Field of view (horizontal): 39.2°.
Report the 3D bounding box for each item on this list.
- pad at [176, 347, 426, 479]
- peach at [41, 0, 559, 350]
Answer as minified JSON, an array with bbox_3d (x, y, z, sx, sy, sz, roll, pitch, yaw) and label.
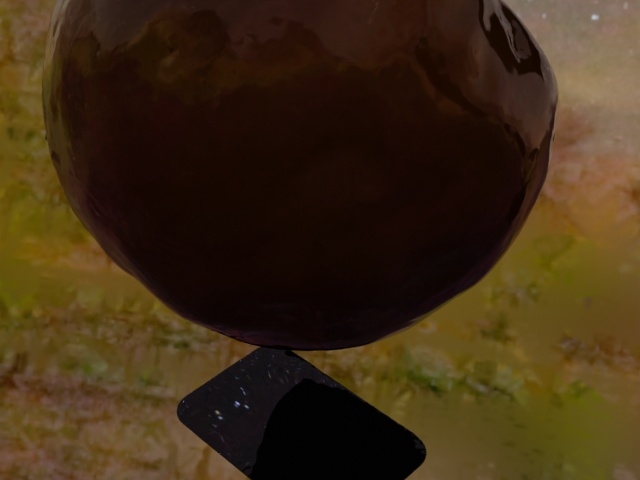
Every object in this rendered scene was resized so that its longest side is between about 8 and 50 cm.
[{"bbox_3d":[-0.025,0.219,1.043,0.267,0.004,0.181,31,45,32],"label":"pad"},{"bbox_3d":[-0.021,-0.089,0.605,0.343,0.301,0.343,43,20,-19],"label":"peach"}]
